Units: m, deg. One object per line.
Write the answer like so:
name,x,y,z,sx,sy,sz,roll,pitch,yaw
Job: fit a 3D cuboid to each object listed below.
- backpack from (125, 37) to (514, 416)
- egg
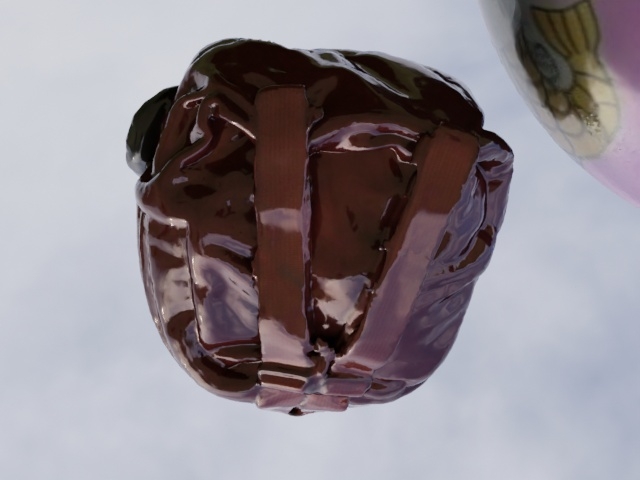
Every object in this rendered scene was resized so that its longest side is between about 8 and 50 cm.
backpack,-0.001,-0.001,1.013,0.229,0.229,0.139,-25,-155,-2
egg,0.194,-0.142,1.041,0.196,0.271,0.196,-34,-177,2
